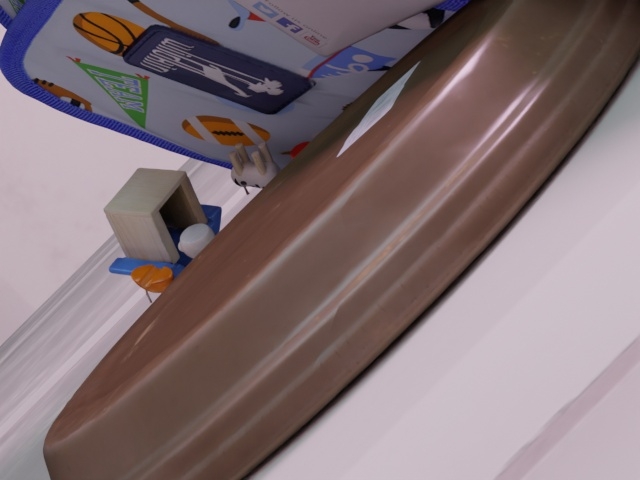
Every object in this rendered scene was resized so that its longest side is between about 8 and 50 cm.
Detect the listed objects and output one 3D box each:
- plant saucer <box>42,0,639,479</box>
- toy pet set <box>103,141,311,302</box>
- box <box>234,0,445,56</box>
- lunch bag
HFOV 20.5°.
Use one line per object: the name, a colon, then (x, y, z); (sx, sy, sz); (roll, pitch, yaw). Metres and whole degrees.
plant saucer: (0.000, 0.000, 0.613); (0.278, 0.041, 0.278); (-44, 6, 6)
toy pet set: (-0.063, 0.006, 0.966); (0.114, 0.065, 0.122); (6, 43, 34)
box: (0.087, -0.201, 0.615); (0.322, 0.058, 0.232); (-12, 51, 66)
lunch bag: (-0.080, -0.216, 0.914); (0.239, 0.385, 0.328); (-43, 6, -24)
